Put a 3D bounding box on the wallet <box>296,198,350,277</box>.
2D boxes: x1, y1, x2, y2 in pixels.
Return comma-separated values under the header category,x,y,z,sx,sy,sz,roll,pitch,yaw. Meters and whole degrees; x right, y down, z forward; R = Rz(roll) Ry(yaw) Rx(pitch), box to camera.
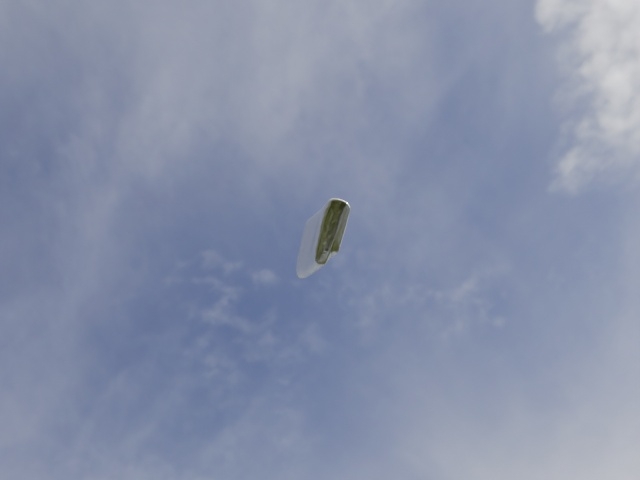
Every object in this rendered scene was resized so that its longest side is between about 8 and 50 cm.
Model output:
category,x,y,z,sx,sy,sz,roll,pitch,yaw
wallet,0.000,0.000,0.882,0.025,0.122,0.061,20,-100,-6
